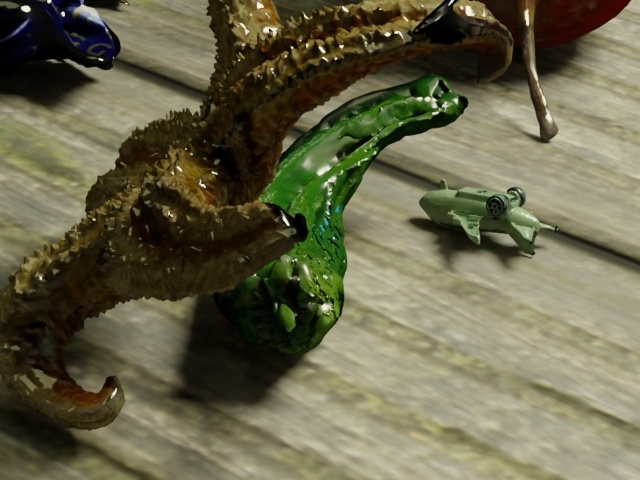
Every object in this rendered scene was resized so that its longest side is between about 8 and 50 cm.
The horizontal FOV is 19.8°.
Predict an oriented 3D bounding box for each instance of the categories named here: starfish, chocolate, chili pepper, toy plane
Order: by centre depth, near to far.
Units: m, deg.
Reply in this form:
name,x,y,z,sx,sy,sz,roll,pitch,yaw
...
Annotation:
name,x,y,z,sx,sy,sz,roll,pitch,yaw
starfish,-0.044,-0.047,0.894,0.113,0.303,0.312,39,38,-21
chili pepper,0.000,0.000,0.974,0.065,0.122,0.279,45,33,-15
toy plane,0.096,-0.017,1.071,0.083,0.033,0.080,19,21,25
chocolate,-0.297,-0.162,1.222,0.343,0.126,0.148,21,-5,14

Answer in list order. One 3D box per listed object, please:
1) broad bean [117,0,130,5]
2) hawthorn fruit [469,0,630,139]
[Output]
name,x,y,z,sx,sy,sz,roll,pitch,yaw
broad bean,-0.282,-0.214,1.330,0.298,0.043,0.060,17,39,-8
hawthorn fruit,0.143,-0.251,1.285,0.231,0.235,0.263,-34,23,-9
